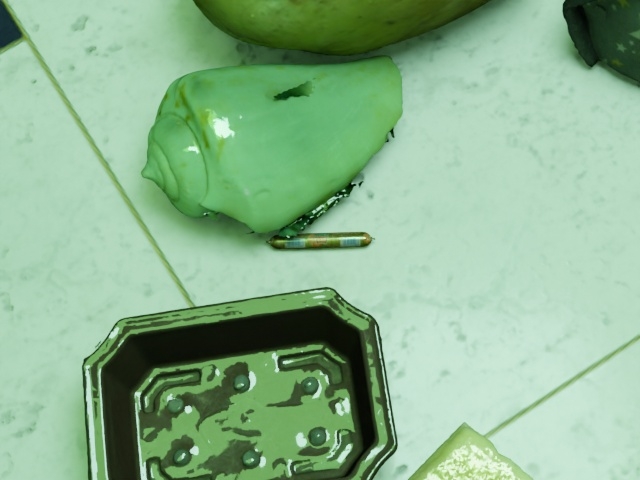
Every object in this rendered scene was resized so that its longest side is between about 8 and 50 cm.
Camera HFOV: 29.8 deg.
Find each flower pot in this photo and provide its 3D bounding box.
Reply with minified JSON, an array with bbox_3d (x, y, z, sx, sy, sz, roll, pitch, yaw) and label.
[{"bbox_3d":[-0.066,0.146,1.013,0.250,0.084,0.179,-9,69,1],"label":"flower pot"}]

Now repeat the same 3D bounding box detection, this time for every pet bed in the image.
[{"bbox_3d":[0.328,-0.261,1.098,0.159,0.183,0.211,28,75,7],"label":"pet bed"}]

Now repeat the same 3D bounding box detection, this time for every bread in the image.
[{"bbox_3d":[0.101,0.253,0.970,0.125,0.068,0.188,42,76,17],"label":"bread"}]

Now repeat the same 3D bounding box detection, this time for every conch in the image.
[{"bbox_3d":[-0.038,-0.086,1.095,0.250,0.137,0.143,-2,40,-17],"label":"conch"}]

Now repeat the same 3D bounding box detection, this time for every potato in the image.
[{"bbox_3d":[0.033,-0.252,1.098,0.280,0.330,0.213,-35,103,11],"label":"potato"}]

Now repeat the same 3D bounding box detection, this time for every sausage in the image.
[{"bbox_3d":[0.000,0.000,1.101,0.100,0.015,0.015,-2,69,3],"label":"sausage"}]
